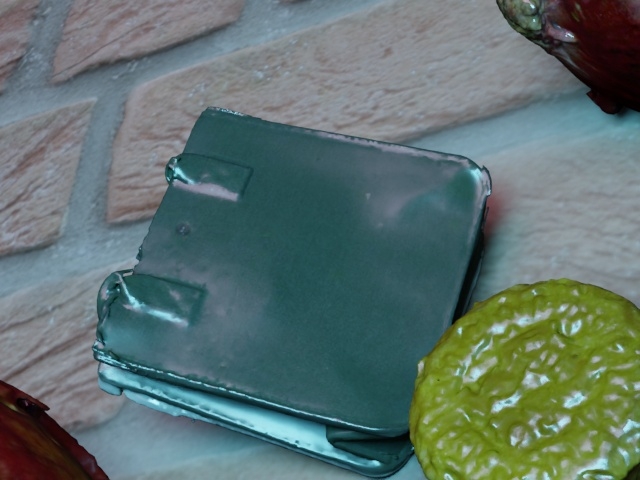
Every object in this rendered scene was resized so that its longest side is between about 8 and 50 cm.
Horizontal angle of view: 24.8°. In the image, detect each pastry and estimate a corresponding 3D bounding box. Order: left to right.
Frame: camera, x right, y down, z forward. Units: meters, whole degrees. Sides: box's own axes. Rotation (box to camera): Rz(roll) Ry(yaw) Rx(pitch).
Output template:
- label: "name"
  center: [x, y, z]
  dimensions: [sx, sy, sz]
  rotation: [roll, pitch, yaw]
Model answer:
- label: "pastry"
  center: [0.152, 0.120, 0.959]
  dimensions: [0.189, 0.103, 0.188]
  rotation: [-19, 45, 20]

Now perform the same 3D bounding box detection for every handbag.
- label: "handbag"
  center: [-0.019, 0.028, 1.101]
  dimensions: [0.260, 0.079, 0.247]
  rotation: [16, 61, 9]

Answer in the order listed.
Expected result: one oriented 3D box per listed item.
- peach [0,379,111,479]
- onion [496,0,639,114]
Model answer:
- label: "peach"
  center: [-0.284, 0.263, 0.967]
  dimensions: [0.353, 0.339, 0.416]
  rotation: [-37, 30, -26]
- label: "onion"
  center: [0.272, -0.269, 1.089]
  dimensions: [0.341, 0.341, 0.341]
  rotation: [-19, 45, 20]
